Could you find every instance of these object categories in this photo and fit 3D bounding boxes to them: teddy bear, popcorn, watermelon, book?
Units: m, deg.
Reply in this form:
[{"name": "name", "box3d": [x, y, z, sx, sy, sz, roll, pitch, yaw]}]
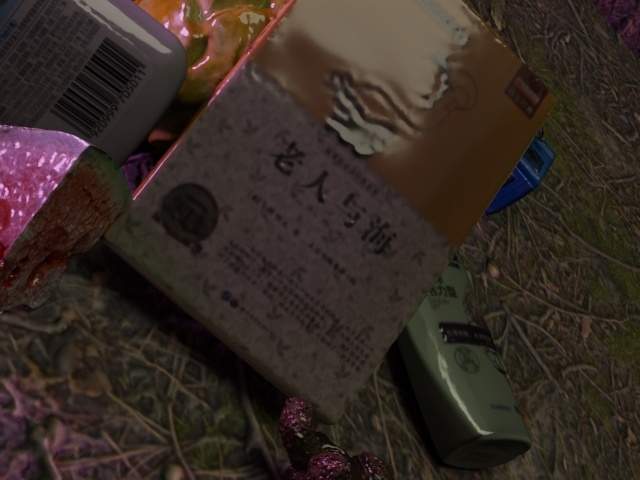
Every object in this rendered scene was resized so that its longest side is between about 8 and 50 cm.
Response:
[{"name": "teddy bear", "box3d": [0.011, 0.205, 0.922, 0.119, 0.078, 0.160, 48, 4, 38]}, {"name": "popcorn", "box3d": [-0.092, -0.172, 1.033, 0.221, 0.204, 0.183, -36, 98, -38]}, {"name": "watermelon", "box3d": [-0.200, -0.014, 0.818, 0.098, 0.121, 0.158, 52, 25, -51]}, {"name": "book", "box3d": [0.024, -0.068, 0.964, 0.269, 0.032, 0.389, 41, 73, -19]}]

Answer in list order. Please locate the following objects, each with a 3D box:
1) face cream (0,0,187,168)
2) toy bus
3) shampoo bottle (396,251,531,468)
[{"name": "face cream", "box3d": [-0.272, -0.180, 0.840, 0.337, 0.163, 0.080, 35, 9, -27]}, {"name": "toy bus", "box3d": [0.214, -0.165, 1.549, 0.246, 0.113, 0.134, 49, 36, -11]}, {"name": "shampoo bottle", "box3d": [0.119, 0.070, 1.204, 0.134, 0.078, 0.359, 15, 47, -42]}]
